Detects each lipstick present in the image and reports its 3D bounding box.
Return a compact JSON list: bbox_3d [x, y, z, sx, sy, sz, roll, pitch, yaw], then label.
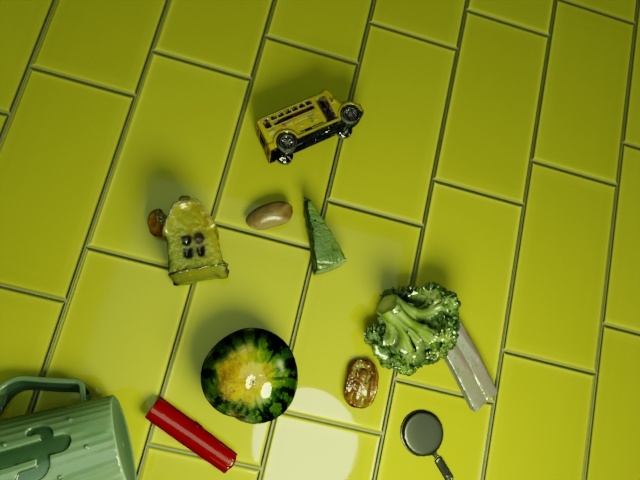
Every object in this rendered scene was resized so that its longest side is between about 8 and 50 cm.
[{"bbox_3d":[-0.359,0.548,1.489,0.279,0.073,0.073,36,76,-1],"label":"lipstick"}]

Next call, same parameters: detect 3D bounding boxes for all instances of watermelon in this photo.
[{"bbox_3d":[-0.193,0.369,1.459,0.268,0.269,0.269,2,79,-8],"label":"watermelon"}]

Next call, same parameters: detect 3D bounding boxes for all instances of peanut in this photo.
[{"bbox_3d":[-0.157,-0.076,1.638,0.152,0.076,0.076,-18,82,-7],"label":"peanut"}]

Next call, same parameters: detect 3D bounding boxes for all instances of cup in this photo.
[{"bbox_3d":[-0.701,0.531,1.326,0.392,0.310,0.401,-15,84,-16],"label":"cup"}]

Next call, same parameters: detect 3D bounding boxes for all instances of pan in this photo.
[{"bbox_3d":[0.336,0.626,1.601,0.136,0.028,0.235,-31,85,-12],"label":"pan"}]

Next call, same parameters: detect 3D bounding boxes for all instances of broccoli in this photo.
[{"bbox_3d":[0.263,0.249,1.563,0.259,0.235,0.288,32,69,-8],"label":"broccoli"}]

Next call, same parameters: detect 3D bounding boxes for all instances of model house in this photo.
[{"bbox_3d":[-0.360,-0.002,1.534,0.174,0.193,0.234,-5,77,-9],"label":"model house"}]

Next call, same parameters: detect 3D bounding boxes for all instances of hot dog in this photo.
[{"bbox_3d":[0.123,0.429,1.589,0.099,0.065,0.147,14,79,4],"label":"hot dog"}]

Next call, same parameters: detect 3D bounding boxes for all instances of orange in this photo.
[{"bbox_3d":[-0.479,-0.050,1.589,0.086,0.062,0.086,-2,86,34],"label":"orange"}]

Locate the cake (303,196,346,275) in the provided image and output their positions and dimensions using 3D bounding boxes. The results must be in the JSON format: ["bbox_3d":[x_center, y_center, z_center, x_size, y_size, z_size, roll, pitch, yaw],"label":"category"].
[{"bbox_3d":[0.008,-0.019,1.638,0.099,0.100,0.235,-9,81,-12],"label":"cake"}]

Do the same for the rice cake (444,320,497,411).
[{"bbox_3d":[0.443,0.373,1.656,0.106,0.050,0.298,-27,84,-12],"label":"rice cake"}]

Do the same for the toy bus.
[{"bbox_3d":[-0.033,-0.368,1.676,0.331,0.145,0.151,-26,83,-12],"label":"toy bus"}]
